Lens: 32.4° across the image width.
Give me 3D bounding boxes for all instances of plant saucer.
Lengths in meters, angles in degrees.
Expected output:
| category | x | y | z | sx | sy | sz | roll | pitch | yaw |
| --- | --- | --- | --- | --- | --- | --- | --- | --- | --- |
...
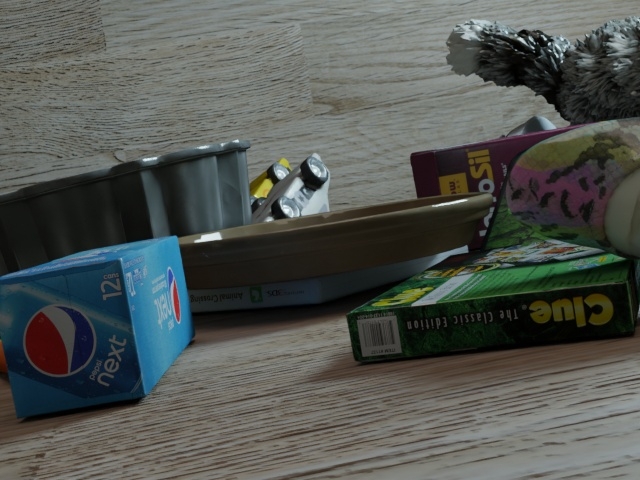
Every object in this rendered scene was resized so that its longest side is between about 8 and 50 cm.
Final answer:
| category | x | y | z | sx | sy | sz | roll | pitch | yaw |
| --- | --- | --- | --- | --- | --- | --- | --- | --- | --- |
| plant saucer | 0.000 | 0.000 | 0.874 | 0.278 | 0.041 | 0.278 | -8 | 3 | 0 |

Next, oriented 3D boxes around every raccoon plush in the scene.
| category | x | y | z | sx | sy | sz | roll | pitch | yaw |
| --- | --- | --- | --- | --- | --- | --- | --- | --- | --- |
| raccoon plush | 0.371 | -0.223 | 1.314 | 0.447 | 0.216 | 0.299 | 11 | -26 | 6 |

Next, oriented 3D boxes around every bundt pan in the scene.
| category | x | y | z | sx | sy | sz | roll | pitch | yaw |
| --- | --- | --- | --- | --- | --- | --- | --- | --- | --- |
| bundt pan | -0.214 | -0.001 | 1.077 | 0.331 | 0.124 | 0.331 | -14 | 3 | 1 |

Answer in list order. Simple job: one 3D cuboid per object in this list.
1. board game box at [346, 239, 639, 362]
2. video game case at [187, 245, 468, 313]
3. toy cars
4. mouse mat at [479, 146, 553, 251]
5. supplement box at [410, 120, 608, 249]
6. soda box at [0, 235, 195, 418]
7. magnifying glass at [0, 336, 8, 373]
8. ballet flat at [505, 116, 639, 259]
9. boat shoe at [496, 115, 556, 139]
| category | x | y | z | sx | sy | sz | roll | pitch | yaw |
| --- | --- | --- | --- | --- | --- | --- | --- | --- | --- |
| board game box | 0.116 | 0.025 | 0.634 | 0.136 | 0.030 | 0.260 | -6 | 4 | 19 |
| video game case | -0.010 | 0.031 | 0.936 | 0.193 | 0.023 | 0.212 | -7 | 3 | 39 |
| toy cars | -0.056 | -0.018 | 1.327 | 0.176 | 0.087 | 0.394 | -45 | 11 | -7 |
| mouse mat | 0.214 | -0.033 | 0.806 | 0.190 | 0.007 | 0.152 | -6 | 39 | 30 |
| supplement box | 0.196 | -0.053 | 1.105 | 0.188 | 0.104 | 0.081 | -10 | 4 | -11 |
| soda box | -0.121 | 0.041 | 0.629 | 0.067 | 0.071 | 0.210 | -10 | 3 | 1 |
| magnifying glass | -0.214 | 0.077 | 0.748 | 0.092 | 0.026 | 0.231 | -11 | 2 | -26 |
| ballet flat | 0.206 | -0.016 | 0.545 | 0.222 | 0.076 | 0.079 | 2 | 35 | -11 |
| boat shoe | 0.250 | -0.080 | 1.457 | 0.105 | 0.113 | 0.306 | -27 | 6 | 34 |
